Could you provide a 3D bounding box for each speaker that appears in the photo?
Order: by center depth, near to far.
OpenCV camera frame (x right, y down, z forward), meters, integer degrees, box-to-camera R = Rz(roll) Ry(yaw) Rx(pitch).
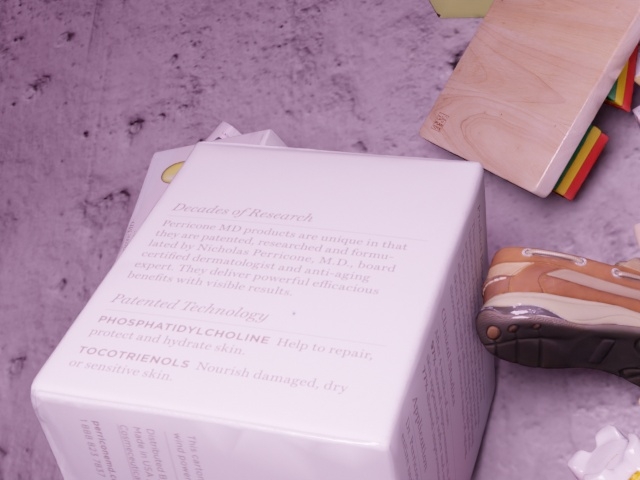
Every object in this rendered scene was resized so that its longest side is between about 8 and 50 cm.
[{"bbox_3d":[-0.168,-0.110,1.806,0.136,0.055,0.055,-49,48,-10],"label":"speaker"}]

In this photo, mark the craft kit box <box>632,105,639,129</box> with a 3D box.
[{"bbox_3d":[0.526,-0.124,1.402,0.246,0.061,0.250,-33,47,10],"label":"craft kit box"}]

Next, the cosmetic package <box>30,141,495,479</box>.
[{"bbox_3d":[-0.022,0.149,1.223,0.327,0.330,0.394,5,39,18],"label":"cosmetic package"}]

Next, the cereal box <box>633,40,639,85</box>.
[{"bbox_3d":[0.460,-0.311,1.471,0.173,0.047,0.240,-20,53,46],"label":"cereal box"}]

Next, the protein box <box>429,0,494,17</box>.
[{"bbox_3d":[0.259,-0.436,1.729,0.199,0.136,0.201,6,62,34],"label":"protein box"}]

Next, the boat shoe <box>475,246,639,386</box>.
[{"bbox_3d":[0.319,0.072,1.245,0.323,0.123,0.120,13,55,-9],"label":"boat shoe"}]

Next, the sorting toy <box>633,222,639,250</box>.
[{"bbox_3d":[0.397,-0.016,1.427,0.062,0.012,0.083,-20,50,18],"label":"sorting toy"}]

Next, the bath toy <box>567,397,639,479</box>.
[{"bbox_3d":[0.267,0.307,1.201,0.348,0.129,0.151,-40,14,-3],"label":"bath toy"}]

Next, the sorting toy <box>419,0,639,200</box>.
[{"bbox_3d":[0.279,-0.190,1.511,0.256,0.089,0.257,-60,33,4],"label":"sorting toy"}]

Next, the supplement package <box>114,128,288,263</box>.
[{"bbox_3d":[-0.132,-0.018,1.639,0.203,0.149,0.194,-9,53,32],"label":"supplement package"}]
